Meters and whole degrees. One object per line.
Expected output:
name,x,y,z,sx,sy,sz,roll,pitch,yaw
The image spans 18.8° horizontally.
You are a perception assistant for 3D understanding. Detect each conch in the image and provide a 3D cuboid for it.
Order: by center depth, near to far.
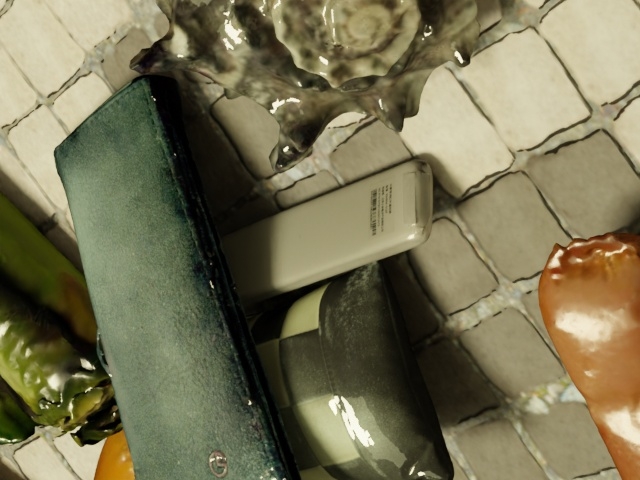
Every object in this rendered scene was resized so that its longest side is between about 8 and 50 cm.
conch,-0.002,-0.200,1.274,0.240,0.186,0.313,-3,104,17

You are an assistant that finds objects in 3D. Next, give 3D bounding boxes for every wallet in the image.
wallet,-0.123,0.068,1.566,0.190,0.046,0.379,-29,74,48

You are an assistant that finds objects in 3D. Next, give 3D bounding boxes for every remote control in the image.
remote control,0.000,0.000,1.508,0.261,0.029,0.067,-21,62,48

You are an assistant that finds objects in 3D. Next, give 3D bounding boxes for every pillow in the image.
pillow,-0.001,0.125,1.554,0.250,0.106,0.186,-20,87,48

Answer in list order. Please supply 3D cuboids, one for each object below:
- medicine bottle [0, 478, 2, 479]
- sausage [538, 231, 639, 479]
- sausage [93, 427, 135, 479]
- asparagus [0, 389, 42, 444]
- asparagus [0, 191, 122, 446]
medicine bottle,-0.483,0.190,2.051,0.426,0.108,0.108,37,138,18
sausage,0.256,0.142,1.350,0.097,0.094,0.348,-18,105,34
sausage,-0.178,0.271,1.841,0.098,0.098,0.238,33,135,19
asparagus,-0.403,0.131,1.952,0.287,0.080,0.080,38,138,16
asparagus,-0.296,0.029,1.751,0.382,0.108,0.128,44,103,11
